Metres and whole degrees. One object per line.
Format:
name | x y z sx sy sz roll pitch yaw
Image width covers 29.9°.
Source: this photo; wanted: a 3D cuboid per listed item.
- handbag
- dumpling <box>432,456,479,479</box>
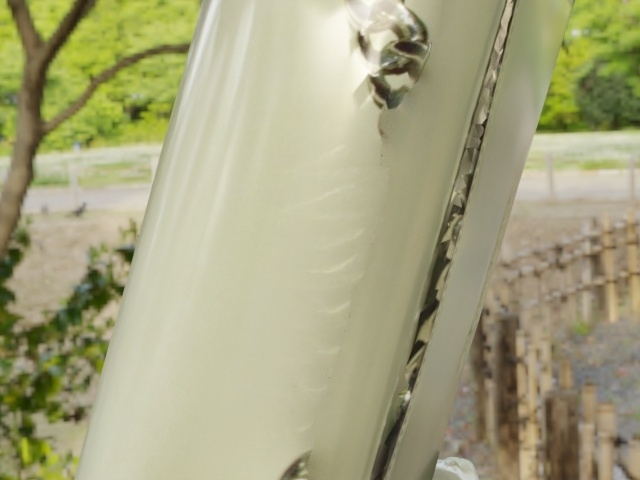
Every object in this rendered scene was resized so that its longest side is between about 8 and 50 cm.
handbag | 0.000 0.000 0.565 0.160 0.358 0.237 17 5 10
dumpling | 0.068 0.230 0.777 0.155 0.181 0.111 0 -12 39
